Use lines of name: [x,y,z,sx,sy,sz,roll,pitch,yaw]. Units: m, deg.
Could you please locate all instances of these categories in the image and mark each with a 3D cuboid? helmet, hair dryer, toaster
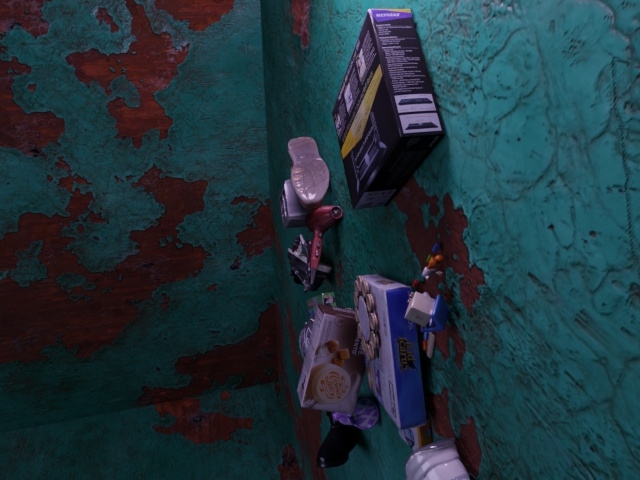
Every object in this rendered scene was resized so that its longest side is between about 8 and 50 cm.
helmet: [0.017,0.314,1.392,0.169,0.162,0.169,173,90,-77]
hair dryer: [0.000,0.000,1.429,0.223,0.080,0.293,-112,34,-42]
toaster: [-0.083,-0.129,1.719,0.168,0.110,0.185,138,124,-76]

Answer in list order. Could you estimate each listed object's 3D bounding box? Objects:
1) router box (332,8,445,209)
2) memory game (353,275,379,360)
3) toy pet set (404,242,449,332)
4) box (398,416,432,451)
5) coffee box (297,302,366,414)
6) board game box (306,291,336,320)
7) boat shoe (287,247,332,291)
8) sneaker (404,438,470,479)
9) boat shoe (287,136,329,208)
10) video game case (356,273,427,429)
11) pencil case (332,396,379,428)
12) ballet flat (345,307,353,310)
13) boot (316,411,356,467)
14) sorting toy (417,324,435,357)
router box: [0.110,-0.227,0.882,0.309,0.081,0.242,121,140,-70]
memory game: [0.098,0.167,1.006,0.186,0.012,0.186,174,90,-82]
toy pet set: [0.193,0.090,0.786,0.122,0.065,0.114,104,-169,-51]
box: [0.192,0.389,0.971,0.136,0.028,0.081,-174,77,-79]
coffee box: [0.039,0.302,1.190,0.098,0.141,0.246,-141,64,-78]
board game box: [0.010,0.306,1.684,0.317,0.046,0.213,138,125,-75]
boat shoe: [-0.057,0.107,1.660,0.340,0.127,0.113,23,93,66]
sneaker: [0.197,0.481,0.833,0.129,0.111,0.297,-118,23,-45]
boat shoe: [-0.038,-0.206,1.498,0.116,0.123,0.324,90,175,-45]
video game case: [0.143,0.217,0.986,0.244,0.061,0.269,-170,74,-81]
pencil case: [0.097,0.481,1.297,0.086,0.088,0.206,56,162,11]
ballet flat: [0.088,0.286,1.310,0.070,0.070,0.188,135,131,-74]
boot: [0.038,0.560,1.435,0.246,0.094,0.207,11,-112,-69]
sorting toy: [0.195,0.193,0.882,0.062,0.012,0.083,-118,25,-58]
